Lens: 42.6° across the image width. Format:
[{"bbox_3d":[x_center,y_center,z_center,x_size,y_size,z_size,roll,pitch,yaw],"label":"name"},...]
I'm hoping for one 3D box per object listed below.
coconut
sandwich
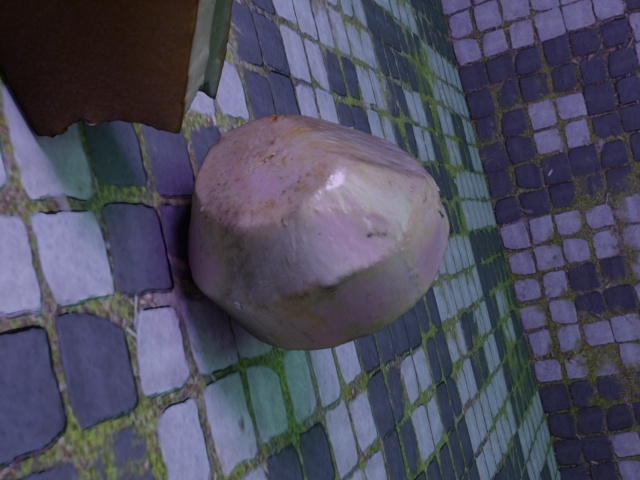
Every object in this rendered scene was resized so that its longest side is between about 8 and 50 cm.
[{"bbox_3d":[0.000,0.000,0.751,0.237,0.237,0.197,54,34,-45],"label":"coconut"},{"bbox_3d":[-0.177,-0.175,0.574,0.108,0.220,0.186,-71,178,-61],"label":"sandwich"}]
